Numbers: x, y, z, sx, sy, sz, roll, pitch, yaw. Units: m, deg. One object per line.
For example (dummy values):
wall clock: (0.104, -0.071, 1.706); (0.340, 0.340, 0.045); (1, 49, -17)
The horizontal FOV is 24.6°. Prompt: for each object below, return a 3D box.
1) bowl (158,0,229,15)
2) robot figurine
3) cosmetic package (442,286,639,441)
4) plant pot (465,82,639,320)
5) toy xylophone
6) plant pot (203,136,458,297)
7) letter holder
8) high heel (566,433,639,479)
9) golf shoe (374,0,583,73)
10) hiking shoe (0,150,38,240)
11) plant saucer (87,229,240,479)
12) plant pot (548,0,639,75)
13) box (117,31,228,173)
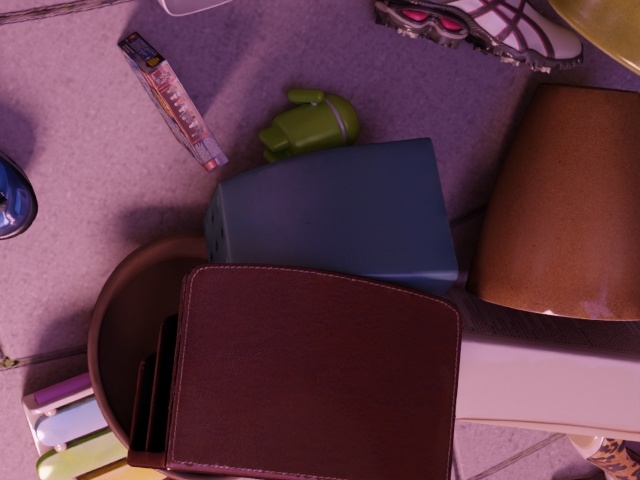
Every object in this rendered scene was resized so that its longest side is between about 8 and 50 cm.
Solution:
bowl: (-0.115, -0.306, 1.448); (0.142, 0.053, 0.142); (-25, 130, -25)
robot figurine: (-0.008, -0.118, 1.605); (0.115, 0.067, 0.101); (-25, 125, -15)
cosmetic package: (0.256, 0.146, 1.775); (0.310, 0.160, 0.113); (7, 111, -12)
plant pot: (0.299, -0.054, 1.726); (0.237, 0.237, 0.254); (0, 99, -28)
toy xylophone: (-0.272, 0.284, 1.662); (0.236, 0.081, 0.322); (-28, 124, -12)
plant pot: (0.000, 0.000, 1.586); (0.234, 0.165, 0.165); (-3, 157, -15)
letter holder: (-0.024, 0.142, 1.515); (0.302, 0.152, 0.214); (9, 80, -20)
high heel: (0.423, 0.264, 2.008); (0.186, 0.093, 0.261); (-5, 130, -22)
golf shoe: (0.193, -0.259, 1.621); (0.273, 0.105, 0.120); (11, 102, -32)
hiking shoe: (-0.396, -0.061, 1.388); (0.304, 0.132, 0.113); (25, 101, -35)
plant saucer: (-0.132, 0.127, 1.605); (0.278, 0.041, 0.277); (8, 76, -33)
plant pot: (0.429, -0.349, 1.574); (0.366, 0.366, 0.353); (18, 117, -33)
box: (-0.151, -0.141, 1.502); (0.027, 0.094, 0.137); (-35, 126, -7)
